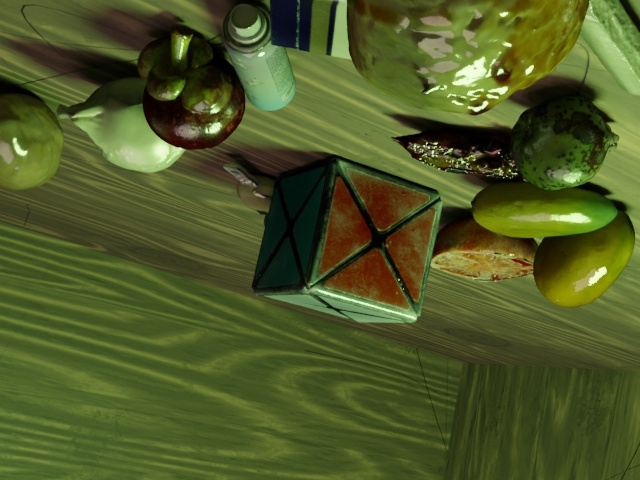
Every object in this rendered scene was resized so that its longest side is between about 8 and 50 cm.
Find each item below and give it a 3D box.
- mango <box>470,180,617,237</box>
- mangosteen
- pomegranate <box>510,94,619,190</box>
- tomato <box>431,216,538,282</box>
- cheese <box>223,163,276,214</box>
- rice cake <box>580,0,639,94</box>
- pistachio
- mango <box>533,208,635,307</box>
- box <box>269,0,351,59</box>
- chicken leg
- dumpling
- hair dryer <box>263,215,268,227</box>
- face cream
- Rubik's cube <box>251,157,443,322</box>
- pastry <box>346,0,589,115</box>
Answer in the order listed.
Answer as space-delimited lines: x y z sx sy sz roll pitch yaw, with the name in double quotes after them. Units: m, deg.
0.376 -0.055 1.763 0.237 0.091 0.137 -4 167 31 "mango"
-0.188 -0.207 1.446 0.155 0.146 0.181 11 168 15 "mangosteen"
0.333 -0.142 1.400 0.126 0.163 0.138 51 144 -2 "pomegranate"
0.335 0.012 2.088 0.236 0.095 0.237 8 164 2 "tomato"
-0.128 -0.107 2.065 0.127 0.054 0.251 7 166 22 "cheese"
0.319 -0.224 1.134 0.057 0.052 0.256 7 167 36 "rice cake"
-0.553 -0.175 1.857 0.181 0.162 0.293 -9 177 -13 "pistachio"
0.474 0.035 1.874 0.139 0.176 0.254 22 166 -3 "mango"
0.069 -0.257 1.167 0.259 0.071 0.168 12 167 0 "box"
0.230 -0.135 1.592 0.233 0.063 0.105 9 163 15 "chicken leg"
-0.288 -0.193 1.658 0.258 0.147 0.193 8 -161 -10 "dumpling"
0.000 0.000 2.385 0.235 0.091 0.271 18 173 14 "hair dryer"
-0.081 -0.244 1.356 0.075 0.075 0.229 10 167 8 "face cream"
0.045 0.011 1.964 0.254 0.259 0.260 18 165 -24 "Rubik's cube"
0.132 -0.210 0.977 0.236 0.170 0.256 9 147 9 "pastry"
